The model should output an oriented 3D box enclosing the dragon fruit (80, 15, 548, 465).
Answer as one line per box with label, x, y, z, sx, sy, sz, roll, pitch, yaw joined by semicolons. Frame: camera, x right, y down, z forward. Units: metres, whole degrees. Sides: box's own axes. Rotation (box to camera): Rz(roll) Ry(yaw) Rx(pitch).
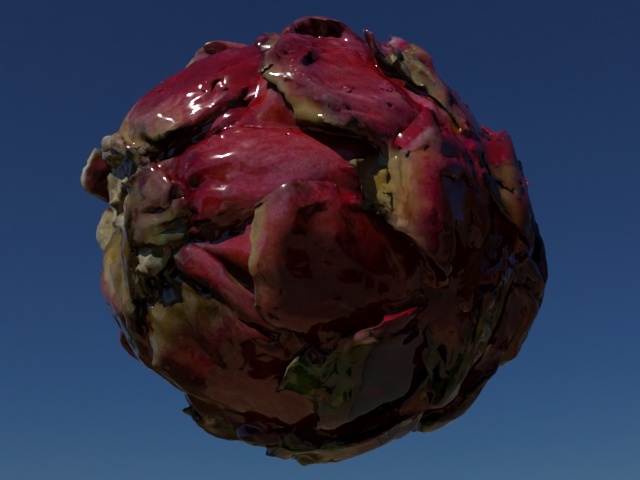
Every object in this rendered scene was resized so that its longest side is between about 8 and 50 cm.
dragon fruit;0.001;0.003;0.809;0.329;0.329;0.329;0;-19;0
